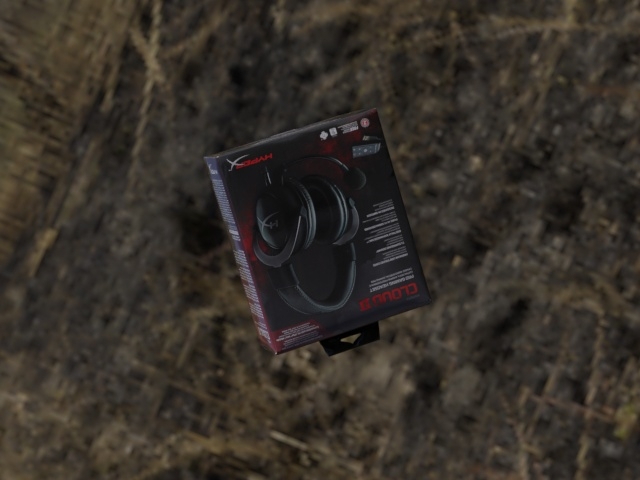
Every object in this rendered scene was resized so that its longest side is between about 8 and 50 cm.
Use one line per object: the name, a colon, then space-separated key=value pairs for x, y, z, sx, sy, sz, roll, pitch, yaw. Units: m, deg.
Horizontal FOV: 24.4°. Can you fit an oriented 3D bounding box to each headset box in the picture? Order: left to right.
headset box: x=0.000 y=0.000 z=0.542 sx=0.032 sy=0.062 sz=0.083 roll=-169 pitch=62 yaw=-77
